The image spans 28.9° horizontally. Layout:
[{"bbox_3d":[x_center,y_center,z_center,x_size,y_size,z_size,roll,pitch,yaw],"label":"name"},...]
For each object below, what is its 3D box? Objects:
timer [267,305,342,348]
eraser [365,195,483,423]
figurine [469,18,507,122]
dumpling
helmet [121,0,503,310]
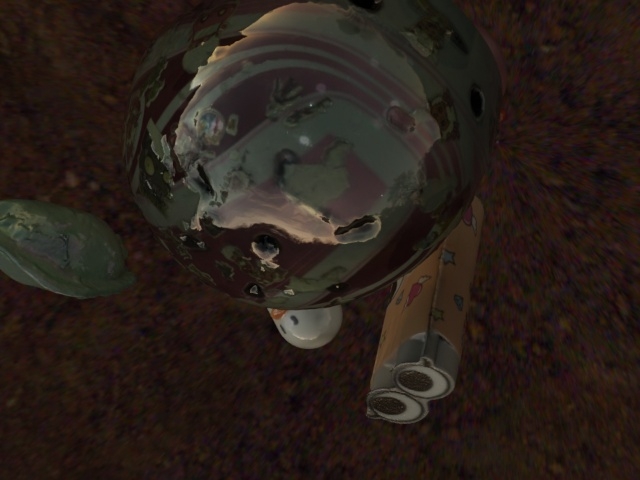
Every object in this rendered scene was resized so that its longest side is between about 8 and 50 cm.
[{"bbox_3d":[0.000,0.000,1.418,0.233,0.233,0.240,-30,74,9],"label":"timer"},{"bbox_3d":[0.138,0.079,1.606,0.087,0.290,0.171,23,141,-10],"label":"eraser"},{"bbox_3d":[0.165,-0.220,1.658,0.173,0.173,0.173,1,95,8],"label":"figurine"},{"bbox_3d":[-0.311,0.008,1.470,0.216,0.149,0.105,19,84,-30],"label":"dumpling"},{"bbox_3d":[-0.006,-0.033,0.532,0.153,0.107,0.177,37,114,-21],"label":"helmet"}]
